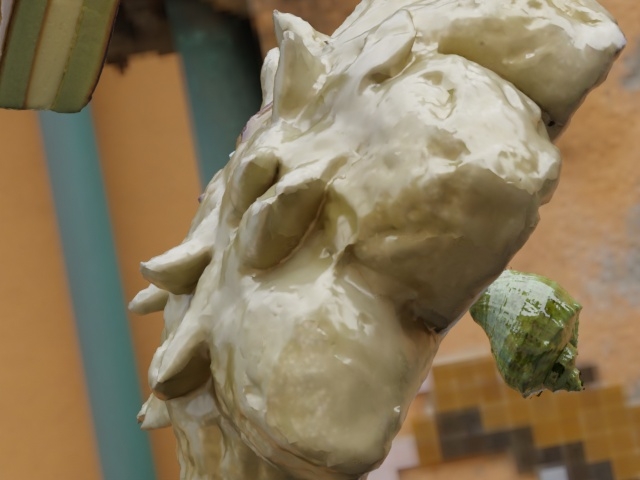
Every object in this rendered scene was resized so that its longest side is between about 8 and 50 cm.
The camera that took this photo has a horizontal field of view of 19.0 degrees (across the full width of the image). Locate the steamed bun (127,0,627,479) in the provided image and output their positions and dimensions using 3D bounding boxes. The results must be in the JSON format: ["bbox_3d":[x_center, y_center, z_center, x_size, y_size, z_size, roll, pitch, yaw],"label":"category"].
[{"bbox_3d":[0.000,0.000,0.833,0.295,0.137,0.292,-55,7,38],"label":"steamed bun"}]

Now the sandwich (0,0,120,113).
[{"bbox_3d":[-0.248,-0.225,1.842,0.117,0.187,0.144,1,-4,-31],"label":"sandwich"}]

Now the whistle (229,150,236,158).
[{"bbox_3d":[-0.042,-0.030,1.441,0.035,0.035,0.100,-17,-50,14],"label":"whistle"}]

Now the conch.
[{"bbox_3d":[0.165,0.070,1.484,0.089,0.121,0.074,-37,-10,-30],"label":"conch"}]
